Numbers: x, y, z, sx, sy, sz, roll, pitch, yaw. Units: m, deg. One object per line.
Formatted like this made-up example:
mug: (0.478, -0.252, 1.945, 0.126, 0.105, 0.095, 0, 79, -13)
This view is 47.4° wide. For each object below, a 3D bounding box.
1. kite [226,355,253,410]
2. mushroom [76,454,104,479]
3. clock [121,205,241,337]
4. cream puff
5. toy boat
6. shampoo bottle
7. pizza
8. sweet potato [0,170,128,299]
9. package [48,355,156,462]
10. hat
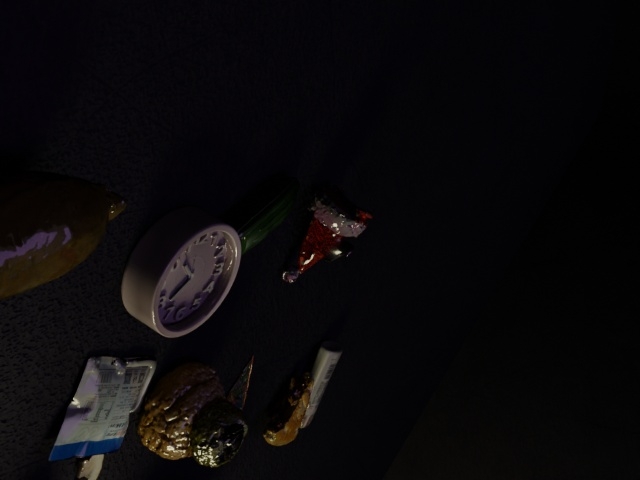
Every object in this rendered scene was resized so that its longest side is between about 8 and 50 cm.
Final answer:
kite: (-0.196, 0.350, 1.544, 0.232, 0.009, 0.189, -57, 154, -14)
mushroom: (-0.378, 0.368, 1.193, 0.049, 0.019, 0.101, -1, 112, -65)
clock: (-0.211, 0.049, 1.126, 0.197, 0.068, 0.197, -44, 150, -34)
cream puff: (-0.209, 0.326, 1.299, 0.183, 0.169, 0.183, -43, 150, -32)
toy boat: (-0.100, -0.039, 1.271, 0.210, 0.052, 0.104, -45, 167, -33)
shampoo bottle: (-0.013, 0.369, 1.867, 0.086, 0.056, 0.227, -5, 120, -64)
pizza: (-0.078, 0.403, 1.766, 0.193, 0.069, 0.154, -65, 156, -8)
sweet potato: (-0.375, 0.012, 0.703, 0.423, 0.130, 0.130, -21, 134, -49)
package: (-0.338, 0.262, 1.148, 0.173, 0.027, 0.171, -66, 157, 0)
hat: (0.003, 0.002, 1.450, 0.227, 0.140, 0.129, -54, 148, 14)
